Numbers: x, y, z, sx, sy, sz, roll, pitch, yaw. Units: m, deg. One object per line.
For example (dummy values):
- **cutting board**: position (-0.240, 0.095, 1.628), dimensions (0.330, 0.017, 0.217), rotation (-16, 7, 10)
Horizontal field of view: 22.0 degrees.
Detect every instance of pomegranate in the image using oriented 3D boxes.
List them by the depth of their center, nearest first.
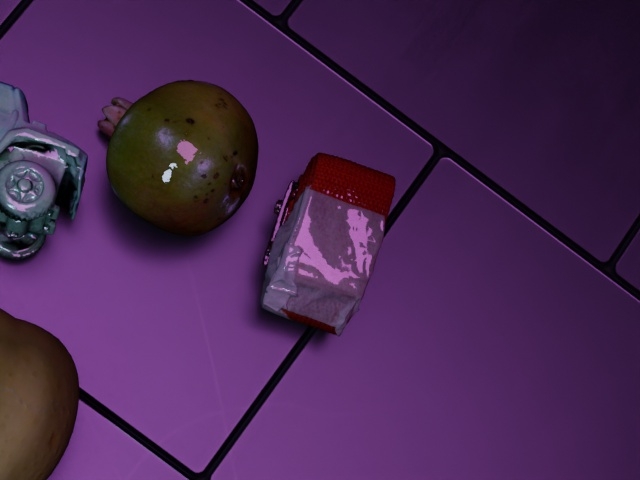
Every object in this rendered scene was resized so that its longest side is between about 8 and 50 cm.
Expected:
- **pomegranate**: position (-0.172, -0.103, 1.857), dimensions (0.210, 0.180, 0.180), rotation (31, 71, 28)

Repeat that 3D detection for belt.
- **belt**: position (0.000, 0.000, 1.877), dimensions (0.124, 0.128, 0.201), rotation (20, 76, -6)

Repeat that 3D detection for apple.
- **apple**: position (-0.386, 0.172, 1.705), dimensions (0.279, 0.279, 0.279), rotation (2, 77, -11)

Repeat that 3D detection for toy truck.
- **toy truck**: position (-0.396, -0.095, 1.809), dimensions (0.279, 0.155, 0.156), rotation (18, 66, -7)
